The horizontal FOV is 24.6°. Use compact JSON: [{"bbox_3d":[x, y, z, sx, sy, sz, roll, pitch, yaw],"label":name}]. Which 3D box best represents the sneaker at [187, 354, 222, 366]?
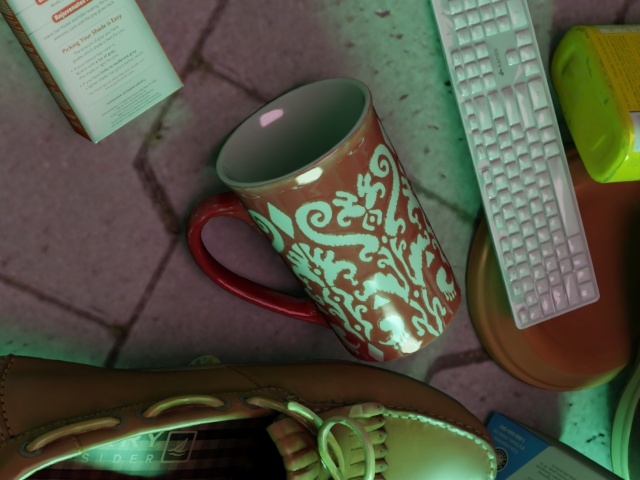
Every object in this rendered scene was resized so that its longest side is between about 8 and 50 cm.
[{"bbox_3d":[-0.084,0.117,1.010,0.037,0.032,0.083,20,103,-34],"label":"sneaker"}]

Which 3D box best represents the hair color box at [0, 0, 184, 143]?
[{"bbox_3d":[-0.152,-0.138,0.902,0.072,0.043,0.141,-35,116,-14],"label":"hair color box"}]

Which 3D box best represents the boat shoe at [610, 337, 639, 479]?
[{"bbox_3d":[0.311,0.126,1.114,0.123,0.123,0.342,-16,126,-23],"label":"boat shoe"}]

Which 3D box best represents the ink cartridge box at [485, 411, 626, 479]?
[{"bbox_3d":[0.150,0.252,1.086,0.086,0.148,0.203,27,91,-32],"label":"ink cartridge box"}]

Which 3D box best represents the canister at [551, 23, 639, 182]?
[{"bbox_3d":[0.266,-0.103,1.071,0.170,0.073,0.126,-4,60,-22],"label":"canister"}]

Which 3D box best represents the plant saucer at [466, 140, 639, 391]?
[{"bbox_3d":[0.206,0.023,1.119,0.200,0.037,0.200,-6,105,-24],"label":"plant saucer"}]

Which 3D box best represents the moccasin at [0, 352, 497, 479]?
[{"bbox_3d":[-0.042,0.145,0.934,0.380,0.147,0.139,13,107,-33],"label":"moccasin"}]

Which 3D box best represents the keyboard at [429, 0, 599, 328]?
[{"bbox_3d":[0.140,-0.067,1.049,0.072,0.014,0.256,-18,100,-13],"label":"keyboard"}]

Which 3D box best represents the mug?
[{"bbox_3d":[0.005,-0.007,0.994,0.169,0.150,0.113,58,40,-30],"label":"mug"}]
